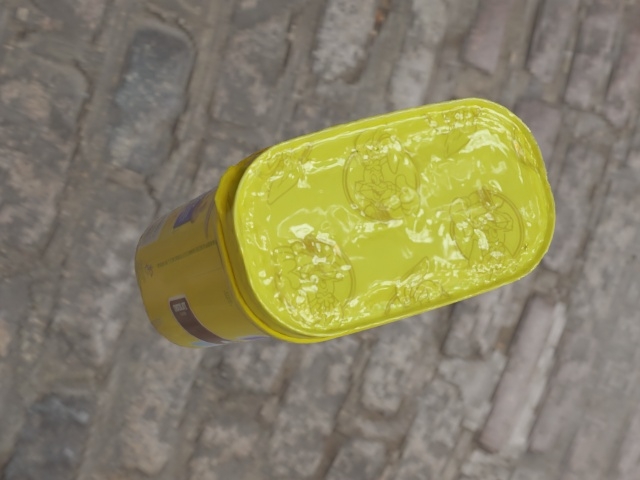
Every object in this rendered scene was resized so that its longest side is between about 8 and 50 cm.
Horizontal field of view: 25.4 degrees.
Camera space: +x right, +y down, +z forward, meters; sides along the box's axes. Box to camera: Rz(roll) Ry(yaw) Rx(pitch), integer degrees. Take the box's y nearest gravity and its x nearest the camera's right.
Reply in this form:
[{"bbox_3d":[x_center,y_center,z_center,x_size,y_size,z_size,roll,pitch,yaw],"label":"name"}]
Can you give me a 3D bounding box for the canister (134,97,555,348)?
[{"bbox_3d":[0.000,0.000,0.582,0.126,0.170,0.073,-16,89,-21],"label":"canister"}]
